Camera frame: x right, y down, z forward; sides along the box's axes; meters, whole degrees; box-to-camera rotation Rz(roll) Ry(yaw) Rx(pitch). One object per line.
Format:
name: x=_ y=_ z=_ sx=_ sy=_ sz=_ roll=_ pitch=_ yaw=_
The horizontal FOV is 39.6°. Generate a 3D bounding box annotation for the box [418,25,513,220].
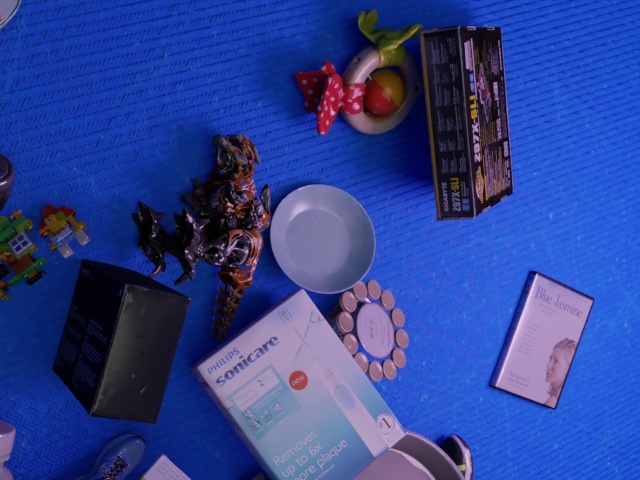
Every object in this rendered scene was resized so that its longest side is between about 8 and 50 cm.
box: x=0.266 y=-0.216 z=1.578 sx=0.257 sy=0.079 sz=0.322 roll=-25 pitch=111 yaw=-59

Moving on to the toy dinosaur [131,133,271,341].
toy dinosaur: x=-0.159 y=-0.007 z=1.426 sx=0.218 sy=0.164 sz=0.321 roll=-4 pitch=77 yaw=-43

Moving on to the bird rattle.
bird rattle: x=0.091 y=-0.267 z=1.533 sx=0.253 sy=0.143 sz=0.207 roll=-54 pitch=132 yaw=-8

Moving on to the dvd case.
dvd case: x=0.462 y=0.208 z=1.836 sx=0.180 sy=0.022 sz=0.253 roll=23 pitch=85 yaw=-27

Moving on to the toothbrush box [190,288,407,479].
toothbrush box: x=-0.039 y=0.261 z=1.455 sx=0.216 sy=0.126 sz=0.295 roll=-35 pitch=90 yaw=-16

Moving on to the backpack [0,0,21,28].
backpack: x=-0.501 y=-0.355 z=1.202 sx=0.166 sy=0.144 sz=0.188 roll=-44 pitch=116 yaw=-22

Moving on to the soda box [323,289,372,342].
soda box: x=0.023 y=0.175 z=1.584 sx=0.183 sy=0.058 sz=0.063 roll=-49 pitch=114 yaw=-15

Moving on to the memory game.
memory game: x=0.092 y=0.156 z=1.552 sx=0.186 sy=0.012 sz=0.186 roll=21 pitch=59 yaw=-41

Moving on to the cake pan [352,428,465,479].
cake pan: x=0.146 y=0.476 z=1.558 sx=0.293 sy=0.054 sz=0.293 roll=19 pitch=49 yaw=-23

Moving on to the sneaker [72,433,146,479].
sneaker: x=-0.336 y=0.380 z=1.414 sx=0.162 sy=0.073 sz=0.063 roll=-46 pitch=113 yaw=-15

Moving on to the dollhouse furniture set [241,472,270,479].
dollhouse furniture set: x=0.008 y=0.511 z=1.615 sx=0.286 sy=0.198 sz=0.303 roll=-29 pitch=78 yaw=-44

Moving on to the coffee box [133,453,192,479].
coffee box: x=-0.242 y=0.560 z=1.235 sx=0.338 sy=0.337 sz=0.334 roll=43 pitch=58 yaw=2

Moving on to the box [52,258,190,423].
box: x=-0.297 y=0.139 z=1.299 sx=0.103 sy=0.261 sz=0.184 roll=13 pitch=91 yaw=-28

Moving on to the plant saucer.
plant saucer: x=0.000 y=0.000 z=1.543 sx=0.195 sy=0.037 sz=0.195 roll=6 pitch=74 yaw=-20

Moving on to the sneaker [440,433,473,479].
sneaker: x=0.221 y=0.487 z=1.710 sx=0.097 sy=0.084 sz=0.234 roll=14 pitch=90 yaw=-27

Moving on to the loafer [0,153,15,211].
loafer: x=-0.581 y=-0.069 z=1.220 sx=0.303 sy=0.109 sz=0.095 roll=-1 pitch=137 yaw=-26

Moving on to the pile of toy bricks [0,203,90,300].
pile of toy bricks: x=-0.458 y=0.008 z=1.301 sx=0.212 sy=0.118 sz=0.105 roll=-38 pitch=79 yaw=-9

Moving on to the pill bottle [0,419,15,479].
pill bottle: x=-0.519 y=0.377 z=1.287 sx=0.131 sy=0.131 sz=0.229 roll=13 pitch=90 yaw=-28
